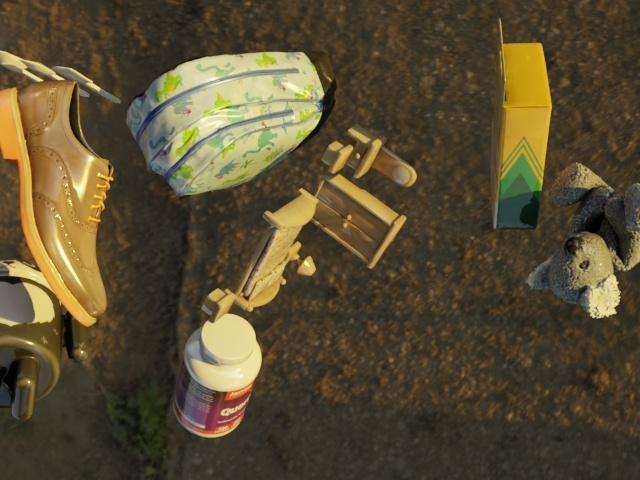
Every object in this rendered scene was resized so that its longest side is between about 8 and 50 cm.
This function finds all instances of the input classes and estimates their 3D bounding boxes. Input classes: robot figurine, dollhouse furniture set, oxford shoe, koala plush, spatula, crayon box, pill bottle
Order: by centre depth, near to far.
[{"bbox_3d":[-0.360,-0.058,1.241,0.132,0.130,0.364,-17,92,-4],"label":"oxford shoe"},{"bbox_3d":[-0.507,0.155,1.392,0.173,0.209,0.278,-34,40,14],"label":"robot figurine"},{"bbox_3d":[-0.454,-0.281,1.482,0.168,0.242,0.019,10,88,9],"label":"spatula"},{"bbox_3d":[0.476,0.021,1.487,0.196,0.203,0.221,26,76,43],"label":"koala plush"},{"bbox_3d":[0.000,0.000,1.502,0.173,0.355,0.303,36,124,10],"label":"dollhouse furniture set"},{"bbox_3d":[0.353,-0.203,1.529,0.083,0.203,0.323,0,133,8],"label":"crayon box"},{"bbox_3d":[-0.244,0.318,2.034,0.181,0.181,0.323,38,139,16],"label":"pill bottle"}]

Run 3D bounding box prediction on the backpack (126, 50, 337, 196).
[{"bbox_3d":[-0.172,-0.217,1.554,0.290,0.355,0.274,-30,66,38],"label":"backpack"}]
